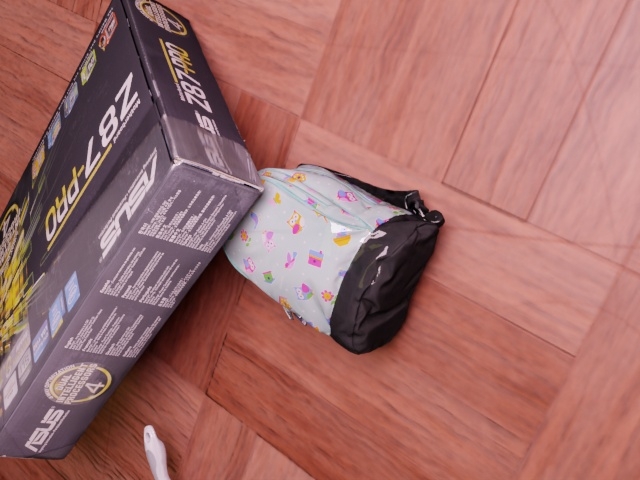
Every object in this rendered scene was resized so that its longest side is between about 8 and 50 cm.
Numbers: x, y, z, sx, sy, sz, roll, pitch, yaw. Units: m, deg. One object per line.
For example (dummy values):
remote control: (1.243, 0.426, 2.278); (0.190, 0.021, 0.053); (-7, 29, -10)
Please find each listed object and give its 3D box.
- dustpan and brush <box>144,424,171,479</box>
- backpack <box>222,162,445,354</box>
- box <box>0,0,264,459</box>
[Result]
dustpan and brush: (-0.162, 0.308, 0.783); (0.147, 0.060, 0.211); (-9, 89, 33)
backpack: (0.000, 0.000, 0.625); (0.182, 0.115, 0.152); (35, 114, 29)
box: (-0.236, -0.017, 0.722); (0.395, 0.097, 0.318); (-50, 44, 25)
